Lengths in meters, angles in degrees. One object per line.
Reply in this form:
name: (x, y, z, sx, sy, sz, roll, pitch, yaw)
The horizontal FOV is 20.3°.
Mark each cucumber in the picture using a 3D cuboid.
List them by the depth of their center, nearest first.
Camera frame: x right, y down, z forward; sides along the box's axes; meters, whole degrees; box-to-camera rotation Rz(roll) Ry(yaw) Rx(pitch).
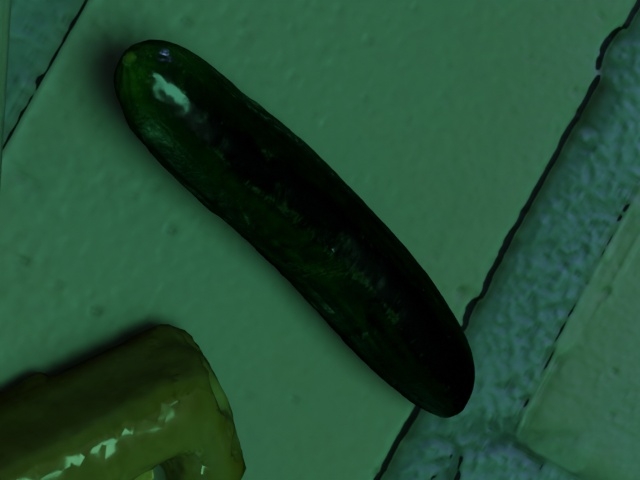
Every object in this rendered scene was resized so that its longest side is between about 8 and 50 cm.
cucumber: (0.000, 0.000, 0.805, 0.056, 0.056, 0.284, -51, 130, -9)

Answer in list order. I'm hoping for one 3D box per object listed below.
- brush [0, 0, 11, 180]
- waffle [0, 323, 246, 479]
brush: (-0.133, -0.149, 0.666, 0.050, 0.060, 0.321, 1, 105, -21)
waffle: (-0.165, 0.225, 0.754, 0.348, 0.077, 0.304, -22, 115, -27)
